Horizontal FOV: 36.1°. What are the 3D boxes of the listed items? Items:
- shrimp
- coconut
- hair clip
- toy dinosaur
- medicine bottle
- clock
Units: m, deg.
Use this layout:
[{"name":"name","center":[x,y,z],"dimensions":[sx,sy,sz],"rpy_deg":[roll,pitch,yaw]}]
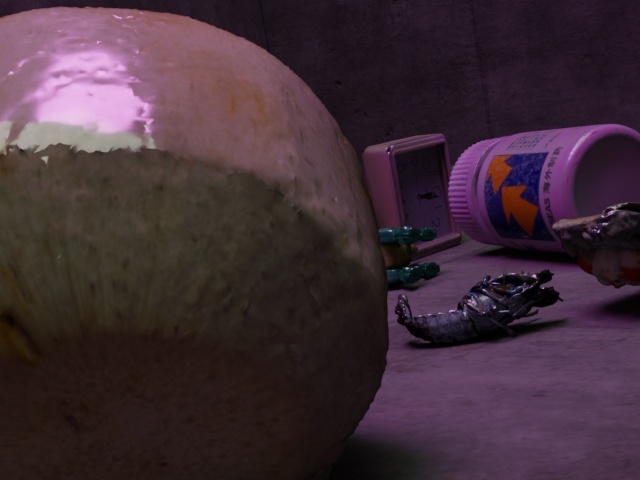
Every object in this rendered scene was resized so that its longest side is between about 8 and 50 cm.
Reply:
[{"name":"shrimp","center":[0.167,0.078,1.020],"dimensions":[0.174,0.076,0.082],"rpy_deg":[-14,-34,8]},{"name":"coconut","center":[-0.145,0.022,0.715],"dimensions":[0.415,0.345,0.415],"rpy_deg":[4,30,-2]},{"name":"hair clip","center":[0.400,0.011,1.045],"dimensions":[0.321,0.091,0.138],"rpy_deg":[-1,-5,-21]},{"name":"toy dinosaur","center":[0.106,0.020,1.427],"dimensions":[0.153,0.094,0.259],"rpy_deg":[0,3,37]},{"name":"medicine bottle","center":[0.328,-0.070,1.407],"dimensions":[0.178,0.178,0.290],"rpy_deg":[-14,8,-24]},{"name":"clock","center":[0.155,-0.073,1.626],"dimensions":[0.146,0.192,0.071],"rpy_deg":[-16,10,-41]}]
